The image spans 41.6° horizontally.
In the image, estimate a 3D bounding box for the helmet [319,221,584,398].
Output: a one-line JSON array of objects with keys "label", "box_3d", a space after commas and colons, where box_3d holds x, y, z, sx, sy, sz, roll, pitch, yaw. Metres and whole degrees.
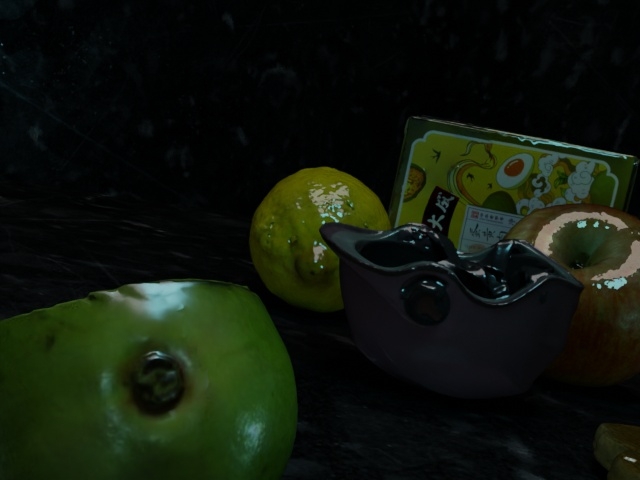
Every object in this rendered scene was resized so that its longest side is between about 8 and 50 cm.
[{"label": "helmet", "box_3d": [0.157, 0.093, 1.086, 0.338, 0.197, 0.271, 6, 13, -2]}]

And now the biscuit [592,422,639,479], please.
[{"label": "biscuit", "box_3d": [0.386, 0.251, 0.787, 0.183, 0.047, 0.320, 4, 10, -43]}]

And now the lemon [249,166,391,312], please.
[{"label": "lemon", "box_3d": [0.000, 0.000, 1.438, 0.245, 0.245, 0.320, 12, 15, 3]}]

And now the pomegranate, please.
[{"label": "pomegranate", "box_3d": [-0.128, 0.125, 0.494, 0.241, 0.159, 0.190, -15, -13, 21]}]

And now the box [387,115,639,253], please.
[{"label": "box", "box_3d": [0.328, -0.008, 1.535, 0.420, 0.372, 0.138, 14, 7, 14]}]

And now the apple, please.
[{"label": "apple", "box_3d": [0.401, 0.094, 1.308, 0.302, 0.301, 0.301, 12, 6, -1]}]
